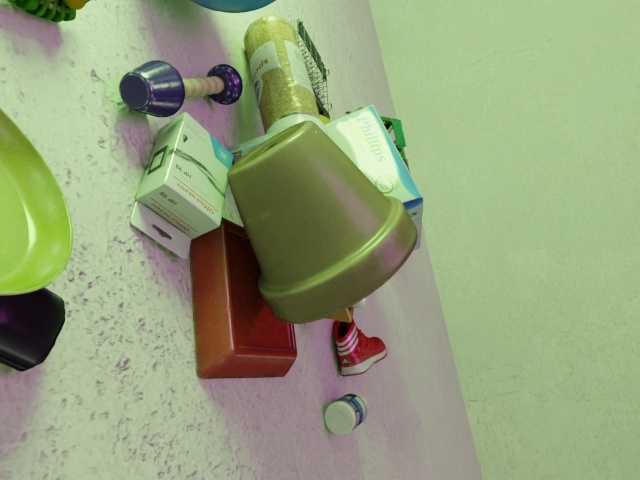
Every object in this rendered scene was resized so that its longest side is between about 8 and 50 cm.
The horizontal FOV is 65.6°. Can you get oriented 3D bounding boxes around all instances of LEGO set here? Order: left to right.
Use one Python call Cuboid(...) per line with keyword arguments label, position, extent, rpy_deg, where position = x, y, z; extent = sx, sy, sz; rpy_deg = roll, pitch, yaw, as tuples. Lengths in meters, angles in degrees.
Cuboid(label="LEGO set", position=(0.158, -0.265, 1.663), extent=(0.254, 0.192, 0.332), rpy_deg=(-13, 84, -40))

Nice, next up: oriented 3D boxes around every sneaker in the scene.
Cuboid(label="sneaker", position=(0.099, 0.236, 1.209), extent=(0.221, 0.086, 0.128), rpy_deg=(-14, 90, -71))

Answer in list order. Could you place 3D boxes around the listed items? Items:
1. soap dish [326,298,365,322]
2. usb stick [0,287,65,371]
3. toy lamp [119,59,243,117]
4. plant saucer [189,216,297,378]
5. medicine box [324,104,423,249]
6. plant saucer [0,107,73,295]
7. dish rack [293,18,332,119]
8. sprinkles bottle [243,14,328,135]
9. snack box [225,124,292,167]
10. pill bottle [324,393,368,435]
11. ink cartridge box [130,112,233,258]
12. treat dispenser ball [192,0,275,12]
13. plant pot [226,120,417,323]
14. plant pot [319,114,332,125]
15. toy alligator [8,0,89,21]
Cuboid(label="soap dish", position=(0.000, 0.000, 1.038), extent=(0.229, 0.118, 0.291), rpy_deg=(-74, 144, -66))
Cuboid(label="usb stick", position=(-0.309, 0.014, 0.363), extent=(0.278, 0.045, 0.077), rpy_deg=(53, 34, -46))
Cuboid(label="toy lamp", position=(-0.206, -0.235, 0.761), extent=(0.275, 0.080, 0.080), rpy_deg=(-56, 128, -67))
Cuboid(label="plant saucer", position=(-0.113, 0.090, 0.816), extent=(0.258, 0.047, 0.259), rpy_deg=(30, 48, -62))
Cuboid(label="medicine box", position=(0.119, -0.116, 1.181), extent=(0.289, 0.149, 0.264), rpy_deg=(67, 0, -65))
Cuboid(label="plant saucer", position=(-0.294, -0.055, 0.373), extent=(0.241, 0.037, 0.241), rpy_deg=(57, 7, -11))
Cuboid(label="dish rack", position=(-0.039, -0.459, 1.358), extent=(0.208, 0.074, 0.272), rpy_deg=(51, 29, -49))
Cuboid(label="sprinkles bottle", position=(-0.074, -0.299, 1.003), extent=(0.121, 0.121, 0.356), rpy_deg=(44, 27, -54))
Cuboid(label="snack box", position=(-0.095, -0.132, 0.880), extent=(0.037, 0.141, 0.100), rpy_deg=(-74, 144, -52))
Cuboid(label="pill bottle", position=(0.059, 0.360, 1.043), extent=(0.120, 0.067, 0.067), rpy_deg=(12, 65, -67))
Cuboid(label="ink cartridge box", position=(-0.188, -0.077, 0.697), extent=(0.104, 0.060, 0.180), rpy_deg=(42, 37, -40))
Cuboid(label="treat dispenser ball", position=(-0.149, -0.526, 0.803), extent=(0.288, 0.287, 0.289), rpy_deg=(-15, 90, -69))
Cuboid(label="plant pot", position=(-0.021, -0.044, 0.749), extent=(0.229, 0.262, 0.263), rpy_deg=(57, 26, -18))
Cuboid(label="plant pot", position=(-0.006, -0.282, 1.311), extent=(0.083, 0.081, 0.082), rpy_deg=(47, 32, -30))
Cuboid(label="toy alligator", position=(-0.318, -0.272, 0.535), extent=(0.051, 0.056, 0.189), rpy_deg=(-67, 167, 17))
